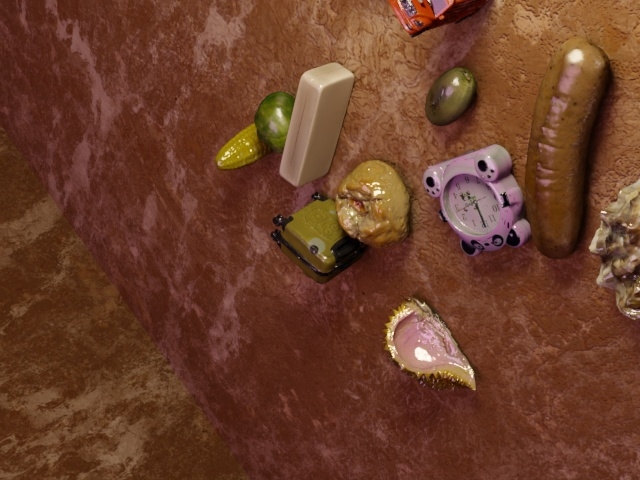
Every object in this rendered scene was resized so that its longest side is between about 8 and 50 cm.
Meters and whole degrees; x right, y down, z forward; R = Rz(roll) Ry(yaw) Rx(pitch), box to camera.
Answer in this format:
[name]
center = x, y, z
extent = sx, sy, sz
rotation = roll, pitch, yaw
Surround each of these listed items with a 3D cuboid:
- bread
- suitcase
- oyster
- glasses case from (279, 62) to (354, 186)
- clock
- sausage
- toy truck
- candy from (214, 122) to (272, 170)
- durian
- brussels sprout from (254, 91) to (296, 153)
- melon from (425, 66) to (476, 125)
[bread]
center = 0.136, -0.084, 2.119
extent = 0.244, 0.134, 0.244
rotation = 26, 127, 39
[suitcase]
center = 0.000, 0.000, 2.267
extent = 0.235, 0.194, 0.143
rotation = 42, 145, 22
[oyster]
center = 0.675, -0.009, 1.602
extent = 0.238, 0.115, 0.351
rotation = 49, 139, 14
[glasses case]
center = -0.013, -0.305, 2.142
extent = 0.076, 0.144, 0.336
rotation = 39, 135, 25
[clock]
center = 0.378, -0.090, 1.895
extent = 0.228, 0.090, 0.247
rotation = -15, 102, 50
[sausage]
center = 0.503, -0.180, 1.686
extent = 0.136, 0.123, 0.500
rotation = 7, 121, 12
[toy truck]
center = 0.253, -0.509, 1.659
extent = 0.114, 0.253, 0.107
rotation = -28, 90, 47
[candy]
center = -0.232, -0.265, 2.359
extent = 0.094, 0.199, 0.106
rotation = 5, 123, 51
[durian]
center = 0.282, 0.325, 2.234
extent = 0.305, 0.185, 0.195
rotation = 46, 162, 6
[brussels sprout]
center = -0.112, -0.329, 2.227
extent = 0.161, 0.144, 0.181
rotation = 64, 164, -6
[melon]
center = 0.295, -0.327, 1.840
extent = 0.099, 0.099, 0.162
rotation = 51, 142, 13
